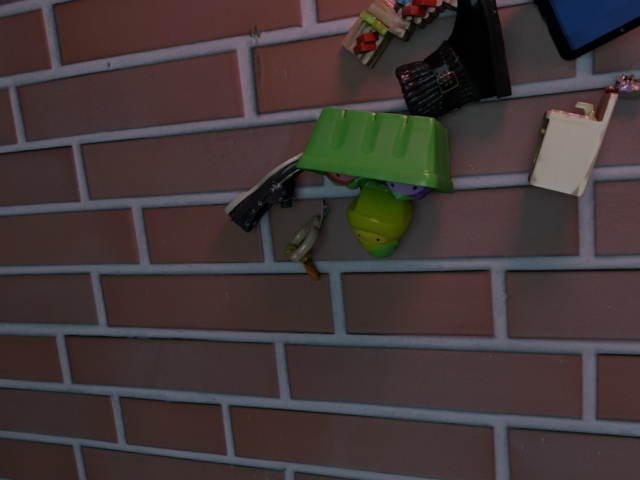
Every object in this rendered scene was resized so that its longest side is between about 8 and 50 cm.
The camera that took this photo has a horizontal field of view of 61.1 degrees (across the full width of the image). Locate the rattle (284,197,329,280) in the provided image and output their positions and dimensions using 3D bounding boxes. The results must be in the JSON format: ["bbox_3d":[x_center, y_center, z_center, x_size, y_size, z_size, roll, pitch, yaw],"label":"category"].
[{"bbox_3d":[0.000,0.000,1.569,0.142,0.130,0.200,38,84,-3],"label":"rattle"}]

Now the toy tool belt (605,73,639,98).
[{"bbox_3d":[0.708,-0.361,1.261,0.083,0.052,0.051,11,73,14],"label":"toy tool belt"}]

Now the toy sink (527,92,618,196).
[{"bbox_3d":[0.578,-0.237,1.272,0.131,0.153,0.234,17,107,15],"label":"toy sink"}]

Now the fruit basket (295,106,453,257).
[{"bbox_3d":[0.143,-0.131,1.394,0.391,0.283,0.393,0,91,24],"label":"fruit basket"}]

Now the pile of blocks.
[{"bbox_3d":[0.205,-0.575,1.351,0.362,0.112,0.149,-26,92,21],"label":"pile of blocks"}]

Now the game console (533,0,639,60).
[{"bbox_3d":[0.566,-0.547,1.142,0.293,0.250,0.174,-22,68,52],"label":"game console"}]

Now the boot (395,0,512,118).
[{"bbox_3d":[0.295,-0.455,1.286,0.260,0.131,0.348,-10,122,20],"label":"boot"}]

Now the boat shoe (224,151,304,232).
[{"bbox_3d":[-0.130,-0.131,1.553,0.340,0.127,0.113,-33,90,24],"label":"boat shoe"}]
